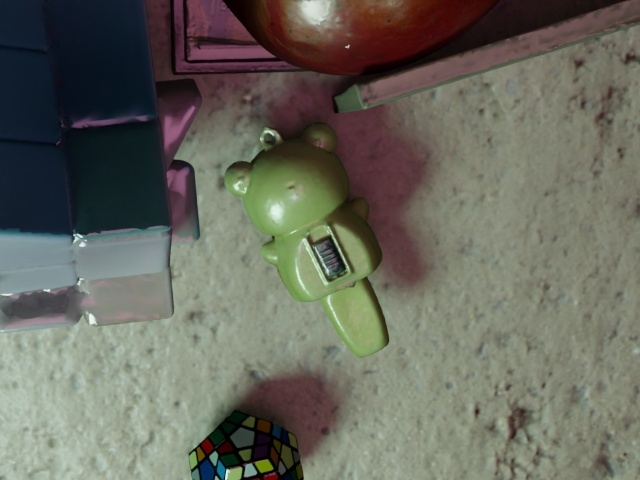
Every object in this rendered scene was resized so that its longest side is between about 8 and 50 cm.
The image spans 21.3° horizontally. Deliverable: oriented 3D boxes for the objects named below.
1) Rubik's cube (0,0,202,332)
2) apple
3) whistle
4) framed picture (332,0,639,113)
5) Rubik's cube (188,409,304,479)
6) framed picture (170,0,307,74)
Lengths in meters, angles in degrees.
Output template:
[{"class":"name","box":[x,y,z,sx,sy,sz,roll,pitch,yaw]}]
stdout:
[{"class":"Rubik's cube","box":[-0.296,-0.101,1.661,0.358,0.368,0.387,-4,76,-8]},{"class":"apple","box":[0.051,-0.333,1.651,0.365,0.295,0.329,-42,84,-15]},{"class":"whistle","box":[0.000,0.000,1.868,0.131,0.106,0.288,-27,110,-2]},{"class":"framed picture","box":[0.233,-0.207,1.726,0.446,0.326,0.028,-17,94,-4]},{"class":"Rubik's cube","box":[-0.085,0.258,1.940,0.112,0.133,0.133,-3,111,-36]},{"class":"framed picture","box":[-0.075,-0.242,1.817,0.169,0.023,0.127,-2,109,-8]}]
